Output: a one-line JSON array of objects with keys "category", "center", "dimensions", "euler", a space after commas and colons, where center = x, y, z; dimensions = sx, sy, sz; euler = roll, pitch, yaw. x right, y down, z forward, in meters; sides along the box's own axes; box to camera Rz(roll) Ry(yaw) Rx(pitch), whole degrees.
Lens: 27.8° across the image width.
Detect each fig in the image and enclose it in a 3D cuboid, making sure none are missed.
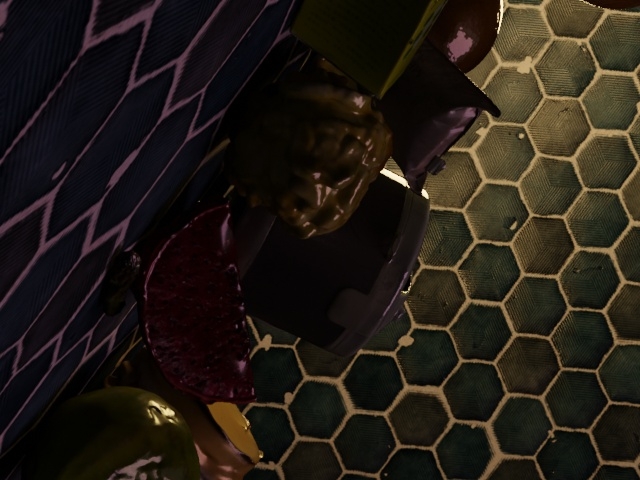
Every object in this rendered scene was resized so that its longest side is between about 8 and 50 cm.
[{"category": "fig", "center": [-0.282, 0.302, 1.716], "dimensions": [0.233, 0.233, 0.314], "euler": [-54, 172, -8]}]

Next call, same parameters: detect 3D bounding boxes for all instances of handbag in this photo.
[{"category": "handbag", "center": [0.092, -0.200, 1.670], "dimensions": [0.182, 0.270, 0.117], "euler": [-48, 162, 27]}]

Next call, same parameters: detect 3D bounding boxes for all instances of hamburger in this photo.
[{"category": "hamburger", "center": [-0.244, 0.303, 1.990], "dimensions": [0.237, 0.276, 0.276], "euler": [-37, 177, 2]}]

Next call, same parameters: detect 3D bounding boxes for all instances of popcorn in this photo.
[{"category": "popcorn", "center": [-0.010, -0.119, 1.545], "dimensions": [0.217, 0.181, 0.235], "euler": [-56, -178, -3]}]

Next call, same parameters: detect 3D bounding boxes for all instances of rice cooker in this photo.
[{"category": "rice cooker", "center": [0.002, 0.002, 1.803], "dimensions": [0.288, 0.277, 0.288], "euler": [-60, -168, 22]}]

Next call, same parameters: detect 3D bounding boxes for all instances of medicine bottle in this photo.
[{"category": "medicine bottle", "center": [0.083, -0.299, 1.408], "dimensions": [0.137, 0.141, 0.250], "euler": [-47, 173, -35]}]

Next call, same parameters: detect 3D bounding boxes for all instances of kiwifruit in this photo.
[{"category": "kiwifruit", "center": [0.152, -0.310, 1.816], "dimensions": [0.234, 0.196, 0.196], "euler": [-44, 170, -49]}]

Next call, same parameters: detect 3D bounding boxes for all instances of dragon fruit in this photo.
[{"category": "dragon fruit", "center": [-0.167, 0.067, 1.604], "dimensions": [0.211, 0.134, 0.262], "euler": [-124, -154, -76]}]

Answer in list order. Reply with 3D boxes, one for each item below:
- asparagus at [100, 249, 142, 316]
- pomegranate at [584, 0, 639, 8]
[{"category": "asparagus", "center": [-0.228, 0.047, 1.478], "dimensions": [0.036, 0.030, 0.165], "euler": [-25, 165, -27]}, {"category": "pomegranate", "center": [0.422, -0.539, 1.864], "dimensions": [0.417, 0.416, 0.416], "euler": [-54, 177, -4]}]
